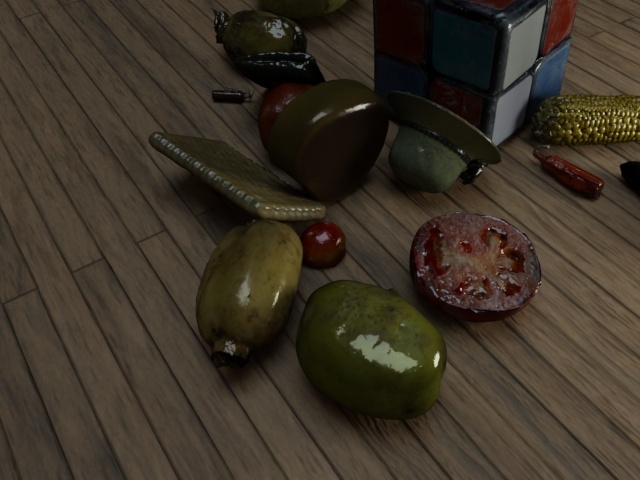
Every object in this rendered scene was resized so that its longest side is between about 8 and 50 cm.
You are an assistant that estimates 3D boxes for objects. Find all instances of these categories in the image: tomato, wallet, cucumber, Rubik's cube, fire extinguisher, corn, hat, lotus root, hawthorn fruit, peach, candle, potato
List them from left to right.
[{"bbox_3d":[-0.201,-0.343,1.513,0.100,0.032,0.046,4,13,6],"label":"fire extinguisher"},{"bbox_3d":[-0.116,0.078,1.036,0.146,0.160,0.284,31,49,-22],"label":"lotus root"},{"bbox_3d":[-0.161,-0.487,1.566,0.278,0.154,0.154,22,52,20],"label":"lotus root"},{"bbox_3d":[-0.076,-0.356,1.412,0.168,0.245,0.052,3,90,10],"label":"wallet"},{"bbox_3d":[-0.054,-0.258,1.350,0.156,0.157,0.194,-3,33,-1],"label":"hawthorn fruit"},{"bbox_3d":[0.001,0.000,1.161,0.098,0.061,0.098,3,52,-3],"label":"peach"},{"bbox_3d":[0.072,0.159,0.952,0.228,0.149,0.197,12,62,15],"label":"potato"},{"bbox_3d":[0.205,-0.166,1.243,0.257,0.257,0.130,33,92,28],"label":"hat"},{"bbox_3d":[0.319,-0.418,1.356,0.318,0.314,0.316,31,55,31],"label":"Rubik's cube"},{"bbox_3d":[0.256,0.054,1.087,0.224,0.085,0.225,1,46,-2],"label":"tomato"},{"bbox_3d":[0.487,-0.140,1.282,0.053,0.048,0.162,-43,58,-11],"label":"candle"},{"bbox_3d":[0.595,-0.252,1.343,0.317,0.115,0.115,0,47,-1],"label":"corn"},{"bbox_3d":[0.661,-0.080,1.210,0.067,0.067,0.245,-16,48,-13],"label":"cucumber"}]

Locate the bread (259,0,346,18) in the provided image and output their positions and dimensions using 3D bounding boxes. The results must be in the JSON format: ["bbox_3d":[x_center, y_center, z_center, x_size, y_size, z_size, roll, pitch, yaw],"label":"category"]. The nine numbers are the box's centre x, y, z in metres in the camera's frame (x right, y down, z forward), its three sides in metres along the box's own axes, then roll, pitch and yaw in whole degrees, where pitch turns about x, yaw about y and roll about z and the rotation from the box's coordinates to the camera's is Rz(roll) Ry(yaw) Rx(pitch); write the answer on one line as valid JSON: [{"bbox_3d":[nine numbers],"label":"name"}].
[{"bbox_3d":[-0.035,-0.739,1.739,0.320,0.237,0.321,5,57,-8],"label":"bread"}]

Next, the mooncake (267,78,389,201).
[{"bbox_3d":[0.020,-0.197,1.210,0.234,0.235,0.117,-30,52,-23],"label":"mooncake"}]

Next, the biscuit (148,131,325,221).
[{"bbox_3d":[-0.160,-0.120,1.229,0.324,0.044,0.217,33,21,28],"label":"biscuit"}]
